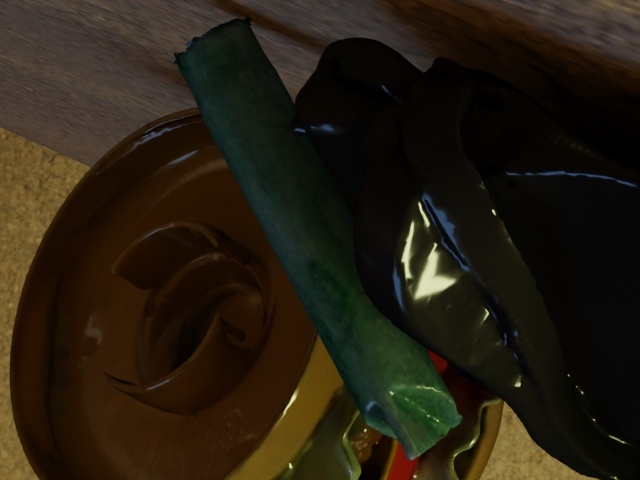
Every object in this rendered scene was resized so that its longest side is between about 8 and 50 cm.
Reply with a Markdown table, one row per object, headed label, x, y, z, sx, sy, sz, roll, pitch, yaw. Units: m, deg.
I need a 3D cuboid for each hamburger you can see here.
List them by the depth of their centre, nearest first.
| label | x | y | z | sx | sy | sz | roll | pitch | yaw |
| --- | --- | --- | --- | --- | --- | --- | --- | --- | --- |
| hamburger | -0.023 | 0.073 | 0.980 | 0.274 | 0.274 | 0.212 | 20 | 173 | 45 |

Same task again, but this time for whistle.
| label | x | y | z | sx | sy | sz | roll | pitch | yaw |
| --- | --- | --- | --- | --- | --- | --- | --- | --- | --- |
| whistle | 0.000 | 0.000 | 0.687 | 0.186 | 0.039 | 0.039 | 61 | 179 | 4 |

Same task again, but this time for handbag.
| label | x | y | z | sx | sy | sz | roll | pitch | yaw |
| --- | --- | --- | --- | --- | --- | --- | --- | --- | --- |
| handbag | 0.140 | 0.030 | 0.573 | 0.285 | 0.113 | 0.257 | 22 | 169 | 27 |
